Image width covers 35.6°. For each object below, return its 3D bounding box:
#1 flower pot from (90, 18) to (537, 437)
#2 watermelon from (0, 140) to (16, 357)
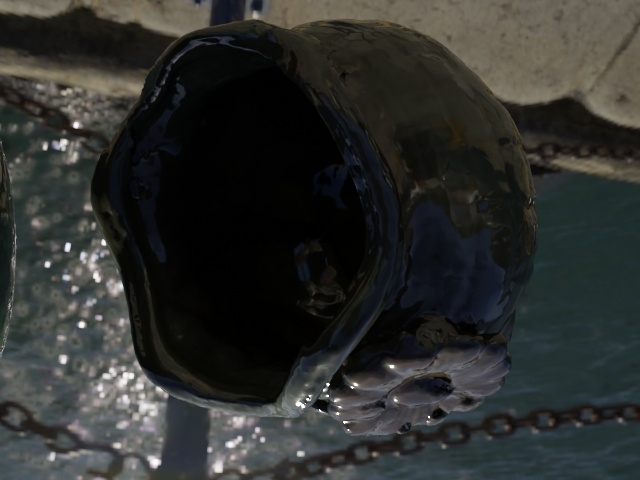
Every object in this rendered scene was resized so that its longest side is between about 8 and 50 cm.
[{"bbox_3d":[0.000,0.000,0.689,0.213,0.301,0.302,-5,158,-46],"label":"flower pot"},{"bbox_3d":[-0.317,-0.045,0.631,0.293,0.250,0.283,17,166,5],"label":"watermelon"}]
